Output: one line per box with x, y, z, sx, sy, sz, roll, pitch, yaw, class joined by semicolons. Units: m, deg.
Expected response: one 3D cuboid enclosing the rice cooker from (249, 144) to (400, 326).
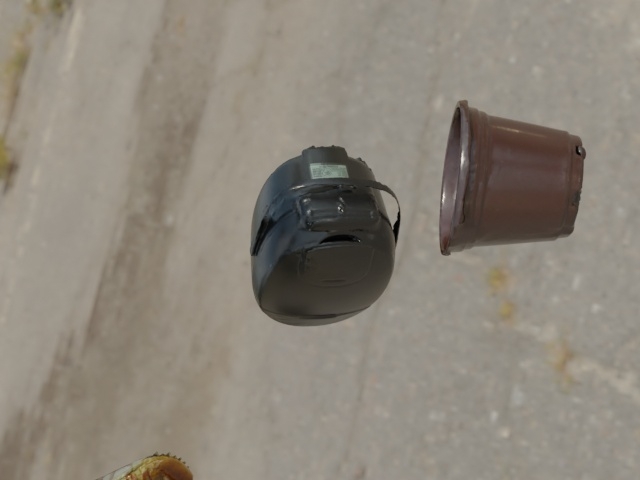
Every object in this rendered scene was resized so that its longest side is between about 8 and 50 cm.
0.000;0.000;1.553;0.203;0.142;0.118;108;157;-50;rice cooker

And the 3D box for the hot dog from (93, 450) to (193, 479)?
-0.287;0.374;2.190;0.069;0.253;0.131;24;129;56;hot dog

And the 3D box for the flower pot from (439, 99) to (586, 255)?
0.134;-0.039;1.118;0.111;0.089;0.111;-174;90;-88;flower pot
